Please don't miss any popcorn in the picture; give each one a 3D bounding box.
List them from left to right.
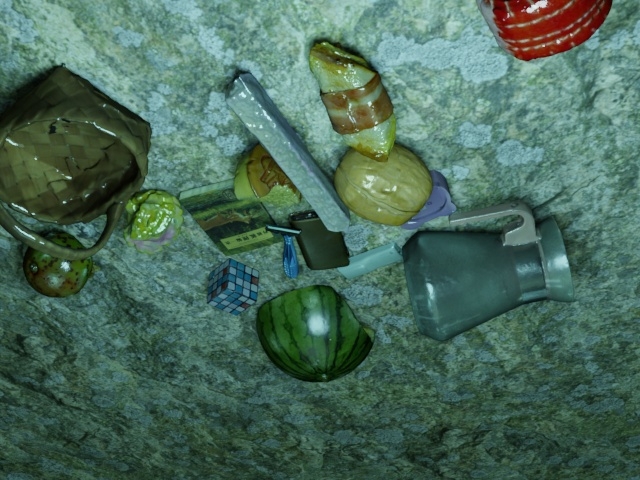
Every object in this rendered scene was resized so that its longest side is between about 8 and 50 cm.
[{"bbox_3d":[-0.365,-0.042,1.787,0.126,0.126,0.145,6,118,-30],"label":"popcorn"}]

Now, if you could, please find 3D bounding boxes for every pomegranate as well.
[{"bbox_3d":[-0.599,0.060,1.916,0.159,0.159,0.205,-14,169,20],"label":"pomegranate"}]

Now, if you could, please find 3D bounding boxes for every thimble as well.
[{"bbox_3d":[0.346,-0.376,1.272,0.190,0.163,0.125,-22,136,28],"label":"thimble"}]

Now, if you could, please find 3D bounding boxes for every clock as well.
[{"bbox_3d":[0.213,-0.086,1.761,0.153,0.050,0.110,-22,137,29],"label":"clock"}]

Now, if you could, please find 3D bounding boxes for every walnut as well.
[{"bbox_3d":[0.123,-0.116,1.637,0.197,0.165,0.165,21,140,-12],"label":"walnut"}]

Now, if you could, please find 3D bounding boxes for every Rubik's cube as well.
[{"bbox_3d":[-0.215,0.115,2.013,0.092,0.092,0.092,26,137,-29],"label":"Rubik's cube"}]

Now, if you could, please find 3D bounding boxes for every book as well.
[{"bbox_3d":[-0.195,-0.051,1.848,0.160,0.024,0.228,-14,140,16],"label":"book"}]

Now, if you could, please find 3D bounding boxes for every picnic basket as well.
[{"bbox_3d":[-0.495,-0.107,1.541,0.337,0.337,0.293,-27,134,33],"label":"picnic basket"}]

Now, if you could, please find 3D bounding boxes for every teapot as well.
[{"bbox_3d":[0.361,0.057,1.811,0.344,0.253,0.300,-13,128,8],"label":"teapot"}]

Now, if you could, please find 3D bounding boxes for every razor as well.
[{"bbox_3d":[-0.073,0.022,1.905,0.082,0.042,0.253,8,152,8],"label":"razor"}]

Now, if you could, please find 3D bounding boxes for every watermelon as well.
[{"bbox_3d":[-0.019,0.275,2.156,0.331,0.189,0.330,0,138,0],"label":"watermelon"}]

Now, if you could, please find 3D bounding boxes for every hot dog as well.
[{"bbox_3d":[0.067,-0.261,1.500,0.123,0.093,0.261,-7,128,25],"label":"hot dog"}]

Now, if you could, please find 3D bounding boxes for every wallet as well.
[{"bbox_3d":[0.000,0.000,1.901,0.110,0.031,0.198,-7,142,11],"label":"wallet"}]

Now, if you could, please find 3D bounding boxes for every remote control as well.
[{"bbox_3d":[0.121,0.052,1.969,0.162,0.029,0.061,-21,139,27],"label":"remote control"}]

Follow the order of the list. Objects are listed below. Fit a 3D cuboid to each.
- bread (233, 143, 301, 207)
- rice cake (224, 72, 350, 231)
[{"bbox_3d":[-0.106,-0.132,1.653,0.086,0.125,0.156,-23,163,39],"label":"bread"},{"bbox_3d":[-0.059,-0.166,1.592,0.064,0.070,0.399,-26,123,20],"label":"rice cake"}]
